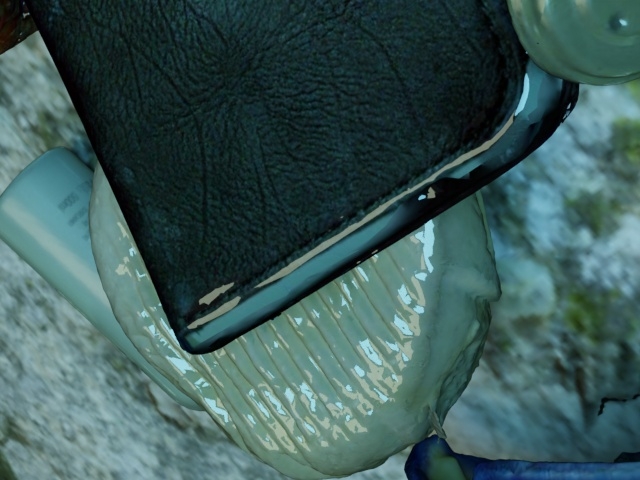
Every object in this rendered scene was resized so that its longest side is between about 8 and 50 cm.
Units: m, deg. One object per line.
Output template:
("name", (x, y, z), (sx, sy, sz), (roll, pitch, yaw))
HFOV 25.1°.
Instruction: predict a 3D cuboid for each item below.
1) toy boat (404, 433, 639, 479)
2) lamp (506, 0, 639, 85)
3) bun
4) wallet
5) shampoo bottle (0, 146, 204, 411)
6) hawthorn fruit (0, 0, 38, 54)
("toy boat", (0.128, 0.078, 0.524), (0.262, 0.114, 0.115), (-25, 69, 44))
("lamp", (0.211, -0.104, 0.336), (0.283, 0.124, 0.203), (22, 112, 28))
("bun", (0.000, 0.000, 0.554), (0.166, 0.113, 0.173), (1, 98, 32))
("wallet", (-0.050, -0.138, 0.474), (0.172, 0.045, 0.318), (-34, 78, 32))
("shampoo bottle", (-0.070, 0.038, 0.680), (0.195, 0.056, 0.056), (43, 137, 6))
("hawthorn fruit", (-0.149, -0.116, 0.620), (0.077, 0.077, 0.077), (21, 131, 25))
